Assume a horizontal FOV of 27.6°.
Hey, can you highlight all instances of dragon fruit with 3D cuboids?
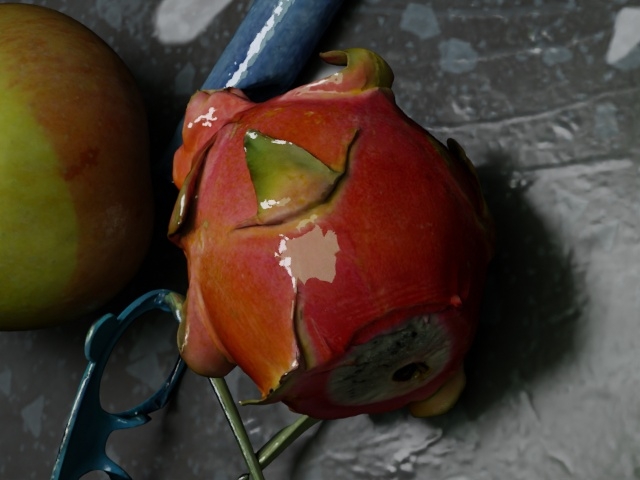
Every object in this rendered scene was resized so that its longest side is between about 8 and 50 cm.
[{"bbox_3d":[0.004,0.003,0.840,0.224,0.224,0.227,-32,49,18],"label":"dragon fruit"}]

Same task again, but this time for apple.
[{"bbox_3d":[-0.233,-0.054,0.969,0.261,0.194,0.261,9,101,51],"label":"apple"}]

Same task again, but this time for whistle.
[{"bbox_3d":[-0.026,-0.167,0.984,0.062,0.062,0.304,36,96,29],"label":"whistle"}]

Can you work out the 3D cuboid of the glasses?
[{"bbox_3d":[-0.087,0.170,0.945,0.207,0.102,0.239,19,86,2],"label":"glasses"}]
